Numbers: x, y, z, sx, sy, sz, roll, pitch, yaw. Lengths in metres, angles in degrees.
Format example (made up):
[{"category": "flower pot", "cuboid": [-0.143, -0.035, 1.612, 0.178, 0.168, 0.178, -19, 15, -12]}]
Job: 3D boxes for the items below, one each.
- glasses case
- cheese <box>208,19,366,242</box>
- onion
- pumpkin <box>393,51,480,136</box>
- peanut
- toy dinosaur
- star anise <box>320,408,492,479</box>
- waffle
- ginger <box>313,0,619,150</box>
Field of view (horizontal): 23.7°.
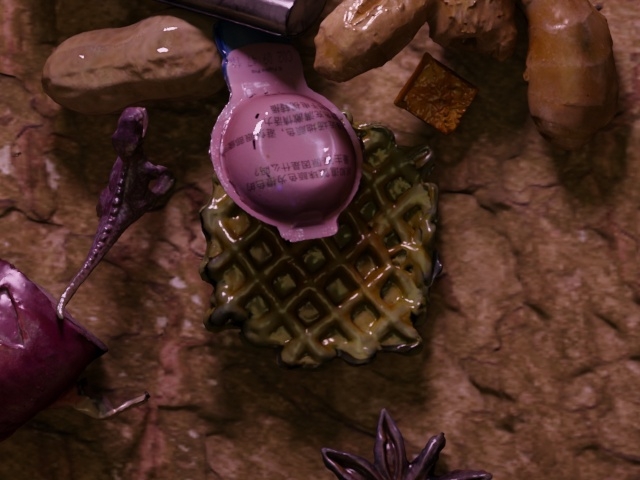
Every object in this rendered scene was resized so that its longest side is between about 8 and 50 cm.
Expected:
[{"category": "glasses case", "cuboid": [-0.146, -0.314, 1.803, 0.299, 0.114, 0.060, 19, 127, 18]}, {"category": "cheese", "cuboid": [-0.047, -0.134, 1.764, 0.189, 0.074, 0.286, -12, 74, -24]}, {"category": "onion", "cuboid": [-0.401, 0.142, 1.820, 0.230, 0.256, 0.272, -43, 69, -5]}, {"category": "pumpkin", "cuboid": [0.136, -0.173, 1.809, 0.083, 0.054, 0.074, 32, 101, -14]}, {"category": "peanut", "cuboid": [-0.216, -0.215, 1.832, 0.257, 0.123, 0.123, -10, 90, 8]}, {"category": "toy dinosaur", "cuboid": [-0.248, -0.038, 1.806, 0.072, 0.200, 0.251, 30, 94, 4]}, {"category": "star anise", "cuboid": [0.077, 0.317, 1.821, 0.262, 0.081, 0.230, -11, 90, -1]}, {"category": "waffle", "cuboid": [0.000, 0.000, 1.830, 0.297, 0.073, 0.317, 5, 86, 4]}, {"category": "ginger", "cuboid": [0.197, -0.306, 1.757, 0.363, 0.122, 0.348, 14, 81, -3]}]
